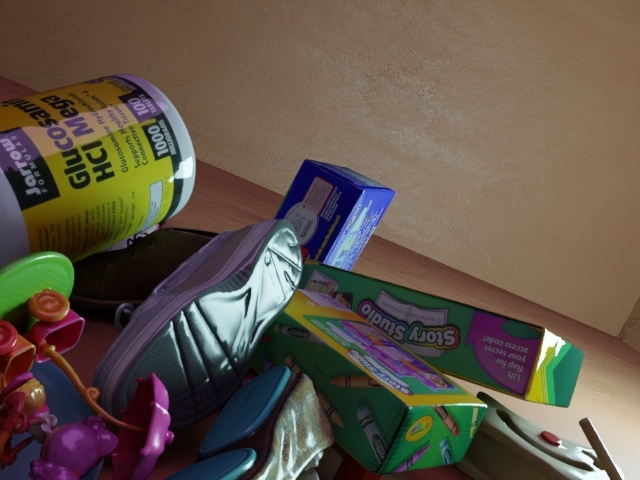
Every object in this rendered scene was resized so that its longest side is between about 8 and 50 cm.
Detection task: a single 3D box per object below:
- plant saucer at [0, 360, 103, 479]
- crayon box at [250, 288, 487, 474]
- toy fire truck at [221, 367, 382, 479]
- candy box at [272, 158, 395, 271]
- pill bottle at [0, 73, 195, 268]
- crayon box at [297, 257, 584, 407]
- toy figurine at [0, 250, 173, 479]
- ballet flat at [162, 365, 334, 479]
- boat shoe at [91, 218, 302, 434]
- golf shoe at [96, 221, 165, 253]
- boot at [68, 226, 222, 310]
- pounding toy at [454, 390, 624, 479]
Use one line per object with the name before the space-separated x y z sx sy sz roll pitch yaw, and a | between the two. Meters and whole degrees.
plant saucer | -0.312 0.124 0.491 0.318 0.043 0.317 24 9 -4
crayon box | 0.030 0.148 0.815 0.278 0.081 0.165 32 12 40
toy fire truck | -0.030 0.201 0.766 0.135 0.047 0.192 20 10 -31
candy box | 0.000 0.000 1.266 0.122 0.268 0.317 31 10 12
pill bottle | -0.313 -0.056 0.760 0.188 0.187 0.334 29 38 24
crayon box | 0.184 0.144 1.077 0.363 0.106 0.313 15 -7 31
toy figurine | -0.182 0.112 0.484 0.159 0.130 0.173 37 34 12
ballet flat | -0.063 0.200 0.532 0.123 0.123 0.348 27 15 9
boat shoe | -0.123 0.075 0.711 0.103 0.118 0.320 -2 30 27
golf shoe | -0.312 -0.022 1.087 0.140 0.115 0.306 20 9 -11
boot | -0.235 0.029 0.896 0.306 0.115 0.112 7 15 -13
pounding toy | 0.313 0.273 0.912 0.270 0.154 0.154 31 16 31
